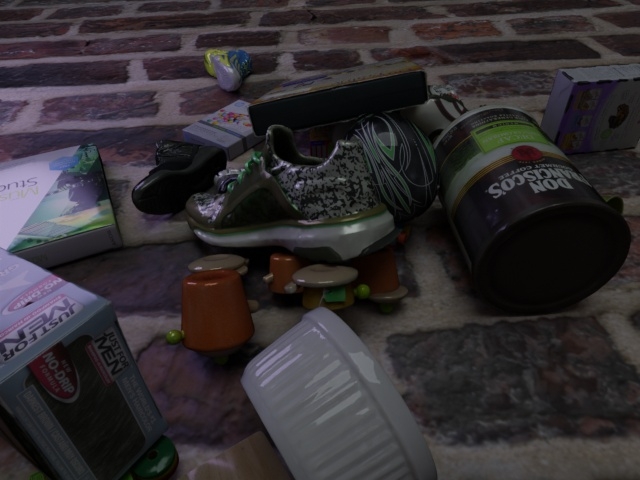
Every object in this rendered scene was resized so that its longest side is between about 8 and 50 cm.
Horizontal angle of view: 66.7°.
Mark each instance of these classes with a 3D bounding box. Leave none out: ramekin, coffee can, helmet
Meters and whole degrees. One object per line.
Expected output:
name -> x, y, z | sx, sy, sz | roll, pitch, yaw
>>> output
ramekin -> 0.007, 0.181, 0.484 | 0.109, 0.207, 0.207 | -29, 47, -15
coffee can -> 0.293, -0.055, 0.740 | 0.201, 0.201, 0.275 | -4, 40, -2
helmet -> 0.107, -0.114, 0.770 | 0.169, 0.169, 0.161 | -2, 34, 0

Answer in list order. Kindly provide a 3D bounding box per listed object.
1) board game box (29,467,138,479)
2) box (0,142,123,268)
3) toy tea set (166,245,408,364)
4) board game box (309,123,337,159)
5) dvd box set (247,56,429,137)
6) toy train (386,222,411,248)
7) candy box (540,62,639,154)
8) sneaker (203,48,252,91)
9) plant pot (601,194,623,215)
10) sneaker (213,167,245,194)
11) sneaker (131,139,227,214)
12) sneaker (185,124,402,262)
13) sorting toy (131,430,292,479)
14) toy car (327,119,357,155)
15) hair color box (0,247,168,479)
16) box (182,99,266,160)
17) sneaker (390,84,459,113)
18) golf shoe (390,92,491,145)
board game box -> -0.216, 0.292, 0.479 | 0.092, 0.043, 0.181 | -24, 45, -24
box -> -0.510, -0.065, 0.896 | 0.232, 0.058, 0.322 | -19, 44, -18
toy tea set -> -0.041, 0.089, 0.685 | 0.336, 0.124, 0.200 | -3, 11, 3
board game box -> 0.048, -0.243, 1.086 | 0.146, 0.045, 0.193 | -3, 40, 0
dvd box set -> 0.043, -0.307, 0.996 | 0.307, 0.062, 0.420 | -10, 22, 8
toy train -> 0.085, -0.034, 0.838 | 0.125, 0.046, 0.166 | -4, 38, -13
candy box -> 0.573, -0.269, 1.002 | 0.196, 0.165, 0.070 | -6, 42, -5
sneaker -> -0.237, -0.487, 1.349 | 0.126, 0.091, 0.240 | -19, 43, -19
plant pot -> 0.452, -0.048, 0.828 | 0.083, 0.083, 0.079 | -24, 32, -23
sneaker -> -0.120, -0.106, 0.924 | 0.170, 0.063, 0.075 | -9, 41, 0
sneaker -> -0.297, -0.127, 0.940 | 0.130, 0.087, 0.227 | 16, 41, 22
sneaker -> -0.065, -0.086, 0.751 | 0.410, 0.182, 0.158 | 6, 19, 38
sorting toy -> -0.078, 0.289, 0.474 | 0.132, 0.046, 0.274 | -24, 45, -24
toy car -> 0.100, -0.145, 0.918 | 0.182, 0.159, 0.136 | 5, 78, 8
hair color box -> -0.356, 0.114, 0.542 | 0.374, 0.185, 0.113 | 15, 40, 31
box -> -0.198, -0.259, 1.123 | 0.145, 0.038, 0.186 | 26, 47, 28
sneaker -> 0.235, -0.284, 1.092 | 0.145, 0.090, 0.270 | 6, 39, 13
golf shoe -> 0.264, -0.211, 0.961 | 0.273, 0.105, 0.120 | 5, 65, -14
